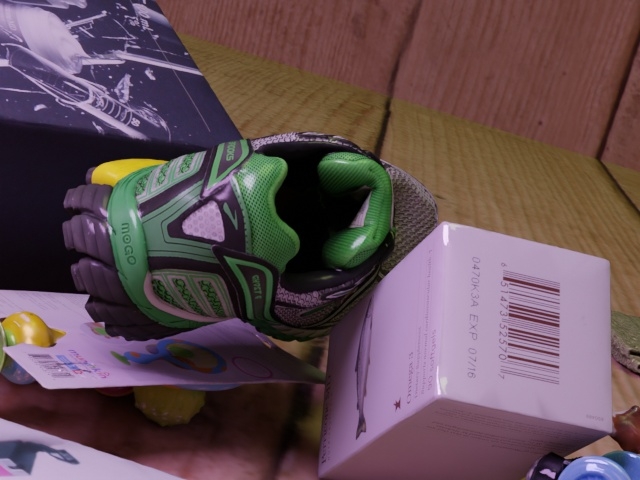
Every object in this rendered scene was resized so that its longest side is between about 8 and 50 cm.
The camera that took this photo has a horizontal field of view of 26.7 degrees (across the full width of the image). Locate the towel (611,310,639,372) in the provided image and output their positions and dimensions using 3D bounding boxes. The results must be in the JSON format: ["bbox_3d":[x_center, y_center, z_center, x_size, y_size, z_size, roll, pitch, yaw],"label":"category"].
[{"bbox_3d":[0.327,0.106,1.347,0.110,0.027,0.148,13,15,-14],"label":"towel"}]

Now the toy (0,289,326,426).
[{"bbox_3d":[-0.116,0.078,0.839,0.137,0.056,0.237,30,12,40],"label":"toy"}]

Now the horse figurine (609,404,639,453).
[{"bbox_3d":[0.232,0.185,0.818,0.174,0.066,0.263,0,20,-39],"label":"horse figurine"}]

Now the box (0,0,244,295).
[{"bbox_3d":[-0.276,-0.126,0.965,0.312,0.179,0.343,5,41,-43],"label":"box"}]

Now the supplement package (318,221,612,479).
[{"bbox_3d":[0.079,0.078,0.784,0.105,0.105,0.179,12,-27,-16],"label":"supplement package"}]

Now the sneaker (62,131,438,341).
[{"bbox_3d":[0.000,0.000,0.851,0.146,0.134,0.343,-10,0,28],"label":"sneaker"}]

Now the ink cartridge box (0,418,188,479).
[{"bbox_3d":[-0.138,0.145,0.534,0.275,0.060,0.239,18,12,4],"label":"ink cartridge box"}]

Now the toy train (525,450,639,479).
[{"bbox_3d":[0.177,0.178,0.680,0.184,0.105,0.080,24,6,27],"label":"toy train"}]
